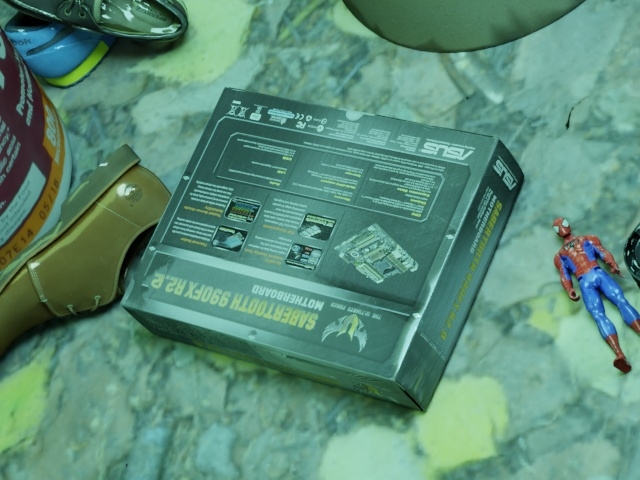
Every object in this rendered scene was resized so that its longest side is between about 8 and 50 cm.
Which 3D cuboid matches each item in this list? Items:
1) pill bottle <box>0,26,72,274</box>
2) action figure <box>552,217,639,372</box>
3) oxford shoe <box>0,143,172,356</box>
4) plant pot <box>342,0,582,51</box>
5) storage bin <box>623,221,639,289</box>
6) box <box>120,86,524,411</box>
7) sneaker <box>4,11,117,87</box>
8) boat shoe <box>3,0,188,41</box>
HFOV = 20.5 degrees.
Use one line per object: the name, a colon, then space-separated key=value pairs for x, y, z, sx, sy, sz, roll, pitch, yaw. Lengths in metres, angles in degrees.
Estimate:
pill bottle: x=-0.338 y=-0.124 z=1.219 sx=0.224 sy=0.392 sz=0.224 roll=-6 pitch=62 yaw=11
action figure: x=0.175 y=0.029 z=1.120 sx=0.038 sy=0.030 sz=0.115 roll=-35 pitch=51 yaw=11
oxford shoe: x=-0.188 y=0.032 z=1.281 sx=0.076 sy=0.076 sz=0.212 roll=44 pitch=100 yaw=-2
plant pot: x=0.070 y=-0.310 z=1.212 sx=0.256 sy=0.274 sz=0.256 roll=-12 pitch=58 yaw=20
storage bin: x=0.283 y=-0.011 z=1.052 sx=0.122 sy=0.084 sz=0.180 roll=34 pitch=82 yaw=37
box: x=0.000 y=0.000 z=1.206 sx=0.231 sy=0.056 sz=0.183 roll=12 pitch=70 yaw=32
sneaker: x=-0.174 y=-0.223 z=1.408 sx=0.069 sy=0.082 sz=0.209 roll=26 pitch=75 yaw=37
boat shoe: x=-0.172 y=-0.187 z=1.350 sx=0.049 sy=0.152 sz=0.056 roll=-146 pitch=67 yaw=-74
